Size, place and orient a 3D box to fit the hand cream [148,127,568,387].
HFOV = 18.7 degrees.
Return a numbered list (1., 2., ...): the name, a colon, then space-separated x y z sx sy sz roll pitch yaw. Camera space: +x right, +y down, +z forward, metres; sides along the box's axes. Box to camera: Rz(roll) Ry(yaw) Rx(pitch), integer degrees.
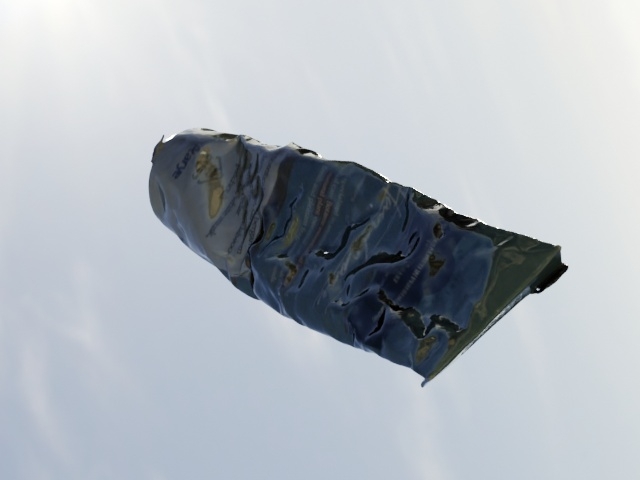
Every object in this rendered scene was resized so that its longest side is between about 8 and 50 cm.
1. hand cream: 0.001 0.000 0.840 0.052 0.075 0.248 34 174 -40
